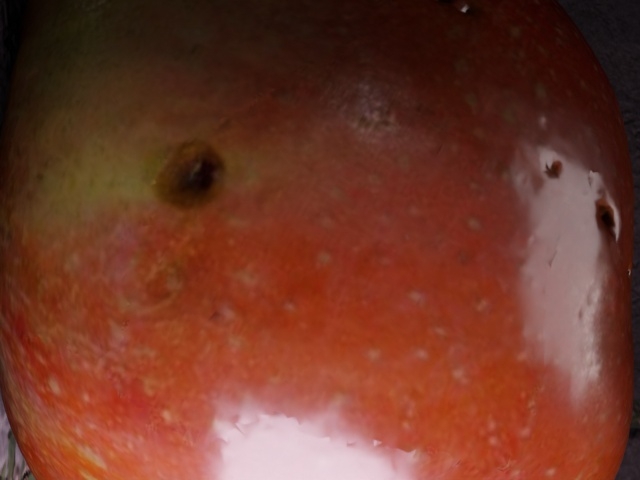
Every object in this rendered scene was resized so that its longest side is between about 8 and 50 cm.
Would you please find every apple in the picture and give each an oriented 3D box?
[{"bbox_3d":[0.000,0.000,0.820,0.348,0.276,0.349,3,90,-87],"label":"apple"}]
